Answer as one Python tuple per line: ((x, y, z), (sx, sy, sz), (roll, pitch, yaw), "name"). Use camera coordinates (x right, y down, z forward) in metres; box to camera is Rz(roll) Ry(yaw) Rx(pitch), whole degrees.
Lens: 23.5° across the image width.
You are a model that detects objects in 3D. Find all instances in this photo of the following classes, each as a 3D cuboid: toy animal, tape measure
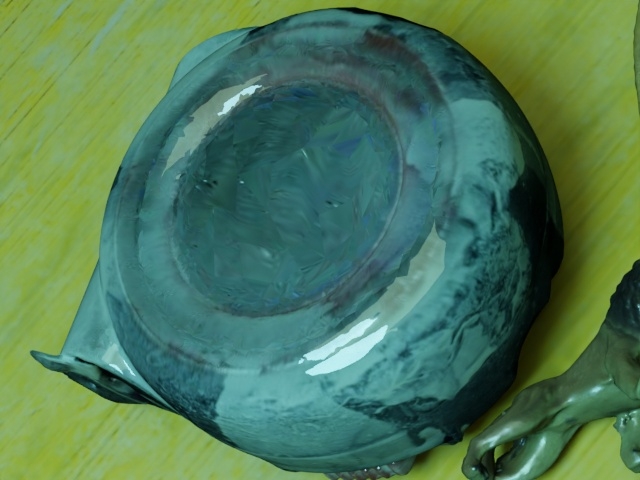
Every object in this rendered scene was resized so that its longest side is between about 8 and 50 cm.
((0.142, 0.093, 0.817), (0.220, 0.069, 0.086), (-42, 37, -3), "toy animal")
((0.000, 0.000, 0.872), (0.275, 0.147, 0.256), (10, 72, 31), "tape measure")

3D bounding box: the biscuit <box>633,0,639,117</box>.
((0.313, -0.066, 0.781), (0.287, 0.057, 0.343), (-15, 57, 8), "biscuit")
